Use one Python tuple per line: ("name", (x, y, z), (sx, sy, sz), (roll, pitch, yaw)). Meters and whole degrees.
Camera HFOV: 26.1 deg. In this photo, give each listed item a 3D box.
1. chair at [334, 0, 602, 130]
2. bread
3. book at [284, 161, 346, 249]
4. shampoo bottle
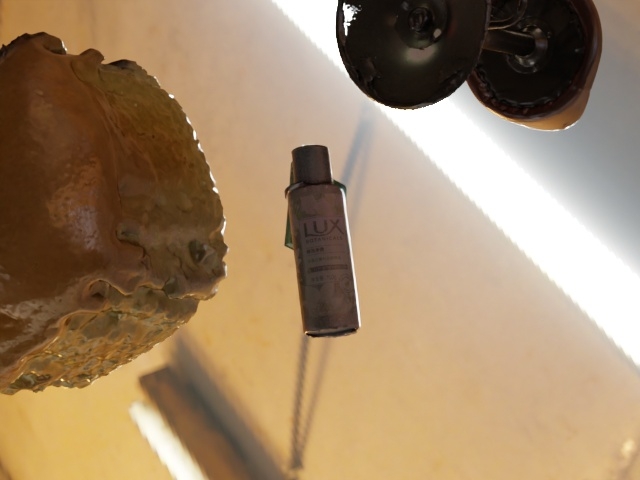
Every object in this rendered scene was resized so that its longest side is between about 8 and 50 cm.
("chair", (0.220, -0.267, 1.822), (0.226, 0.401, 0.226), (-1, -92, 35))
("bread", (-0.174, -0.008, 0.968), (0.163, 0.204, 0.262), (15, -85, 32))
("book", (-0.003, -0.034, 1.901), (0.017, 0.103, 0.135), (-27, -132, 42))
("shampoo bottle", (0.000, 0.000, 1.548), (0.072, 0.072, 0.214), (-26, -112, 58))
